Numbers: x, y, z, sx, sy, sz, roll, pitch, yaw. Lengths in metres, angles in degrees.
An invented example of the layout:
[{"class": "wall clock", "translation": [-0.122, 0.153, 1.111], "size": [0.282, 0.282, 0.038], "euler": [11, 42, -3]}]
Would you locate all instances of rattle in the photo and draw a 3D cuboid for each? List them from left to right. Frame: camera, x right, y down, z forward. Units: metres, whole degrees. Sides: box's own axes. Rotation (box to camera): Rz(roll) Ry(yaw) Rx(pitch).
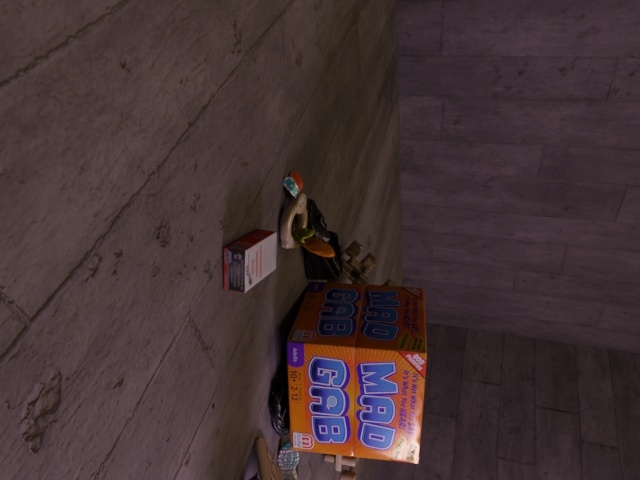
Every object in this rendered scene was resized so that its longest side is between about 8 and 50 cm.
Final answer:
[{"class": "rattle", "translation": [-0.030, -0.068, 1.345], "size": [0.130, 0.142, 0.200], "euler": [5, 99, -53]}]

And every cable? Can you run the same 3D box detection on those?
[{"class": "cable", "translation": [-0.099, 0.459, 1.454], "size": [0.184, 0.047, 0.150], "euler": [75, 27, -50]}]

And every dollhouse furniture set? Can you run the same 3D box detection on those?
[{"class": "dollhouse furniture set", "translation": [0.139, 0.164, 1.928], "size": [0.161, 0.242, 0.212], "euler": [-47, -173, 34]}]

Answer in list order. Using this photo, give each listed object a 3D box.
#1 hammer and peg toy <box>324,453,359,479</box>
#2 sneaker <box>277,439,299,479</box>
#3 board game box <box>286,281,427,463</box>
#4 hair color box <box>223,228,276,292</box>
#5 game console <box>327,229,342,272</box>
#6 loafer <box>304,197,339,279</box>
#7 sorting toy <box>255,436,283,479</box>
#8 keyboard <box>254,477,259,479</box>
[{"class": "hammer and peg toy", "translation": [0.102, 0.792, 2.110], "size": [0.266, 0.127, 0.361], "euler": [-48, 141, -66]}, {"class": "sneaker", "translation": [-0.093, 0.655, 1.551], "size": [0.076, 0.065, 0.166], "euler": [-86, 179, -69]}, {"class": "board game box", "translation": [0.115, 0.364, 1.512], "size": [0.356, 0.356, 0.356], "euler": [-67, 159, -67]}, {"class": "hair color box", "translation": [-0.149, 0.040, 1.123], "size": [0.167, 0.053, 0.093], "euler": [-40, 135, -68]}, {"class": "game console", "translation": [0.029, 0.032, 1.644], "size": [0.071, 0.107, 0.122], "euler": [-58, 153, -28]}, {"class": "loafer", "translation": [0.000, 0.000, 1.527], "size": [0.109, 0.095, 0.302], "euler": [-65, 156, -43]}, {"class": "sorting toy", "translation": [-0.127, 0.639, 1.337], "size": [0.193, 0.038, 0.208], "euler": [-109, -177, -45]}, {"class": "keyboard", "translation": [-0.192, 0.745, 1.316], "size": [0.072, 0.014, 0.256], "euler": [30, 67, -66]}]
